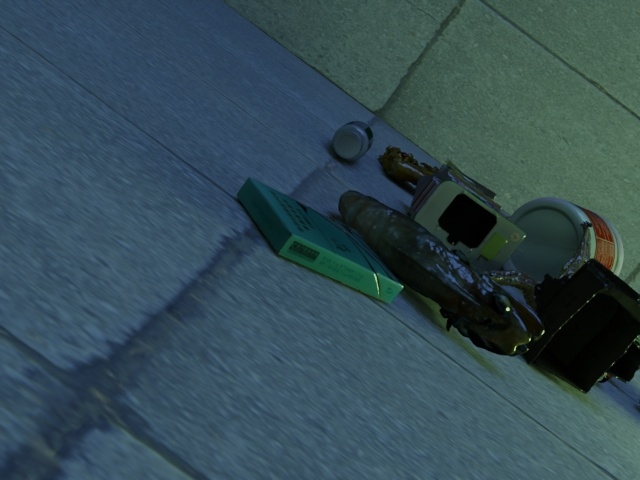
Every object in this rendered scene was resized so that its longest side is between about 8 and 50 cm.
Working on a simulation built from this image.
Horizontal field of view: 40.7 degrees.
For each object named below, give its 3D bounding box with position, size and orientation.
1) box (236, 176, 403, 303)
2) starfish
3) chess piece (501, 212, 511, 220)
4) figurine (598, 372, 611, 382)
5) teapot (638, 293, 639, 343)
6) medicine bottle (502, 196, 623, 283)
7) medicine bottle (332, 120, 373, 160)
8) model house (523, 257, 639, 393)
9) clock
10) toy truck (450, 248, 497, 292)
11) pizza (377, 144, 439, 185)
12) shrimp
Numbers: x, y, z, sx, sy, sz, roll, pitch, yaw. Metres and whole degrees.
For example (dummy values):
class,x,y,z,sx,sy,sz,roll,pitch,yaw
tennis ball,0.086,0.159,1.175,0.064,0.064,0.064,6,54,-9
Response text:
class,x,y,z,sx,sy,sz,roll,pitch,yaw
box,0.001,0.000,1.247,0.229,0.041,0.162,26,17,-39
starfish,0.599,0.139,1.958,0.398,0.132,0.384,44,51,14
chess piece,0.462,-0.050,2.464,0.301,0.137,0.137,31,7,38
figurine,0.551,0.249,1.756,0.140,0.068,0.075,31,10,-49
teapot,0.848,0.232,2.410,0.149,0.162,0.239,10,58,-45
medicine bottle,0.628,0.028,2.252,0.241,0.252,0.252,13,26,-50
medicine bottle,0.083,-0.255,2.207,0.095,0.095,0.260,37,12,0
model house,0.487,0.146,1.625,0.204,0.211,0.243,34,14,-18
clock,0.323,-0.074,2.046,0.235,0.166,0.309,34,12,-12
toy truck,0.286,0.098,1.570,0.100,0.077,0.169,36,9,-47
pizza,0.293,-0.199,2.517,0.251,0.074,0.287,24,14,-12
shrimp,0.186,0.050,1.456,0.446,0.110,0.221,43,6,40
